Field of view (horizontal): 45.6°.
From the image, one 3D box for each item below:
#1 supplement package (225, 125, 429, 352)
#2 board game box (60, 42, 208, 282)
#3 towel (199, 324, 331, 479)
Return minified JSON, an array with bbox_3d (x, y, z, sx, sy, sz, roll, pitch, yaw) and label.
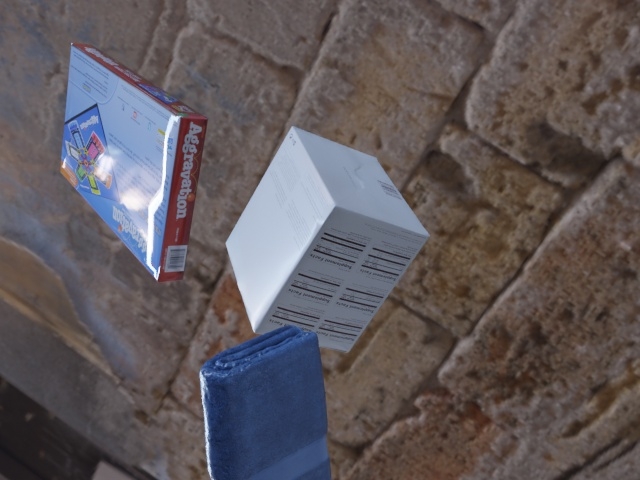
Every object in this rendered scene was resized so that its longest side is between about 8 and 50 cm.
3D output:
[{"bbox_3d":[0.000,0.000,0.998,0.203,0.149,0.194,-58,34,25],"label":"supplement package"},{"bbox_3d":[-0.188,-0.086,0.721,0.027,0.281,0.145,-1,-66,-36],"label":"board game box"},{"bbox_3d":[-0.027,0.104,0.379,0.067,0.029,0.120,-18,-66,-37],"label":"towel"}]
